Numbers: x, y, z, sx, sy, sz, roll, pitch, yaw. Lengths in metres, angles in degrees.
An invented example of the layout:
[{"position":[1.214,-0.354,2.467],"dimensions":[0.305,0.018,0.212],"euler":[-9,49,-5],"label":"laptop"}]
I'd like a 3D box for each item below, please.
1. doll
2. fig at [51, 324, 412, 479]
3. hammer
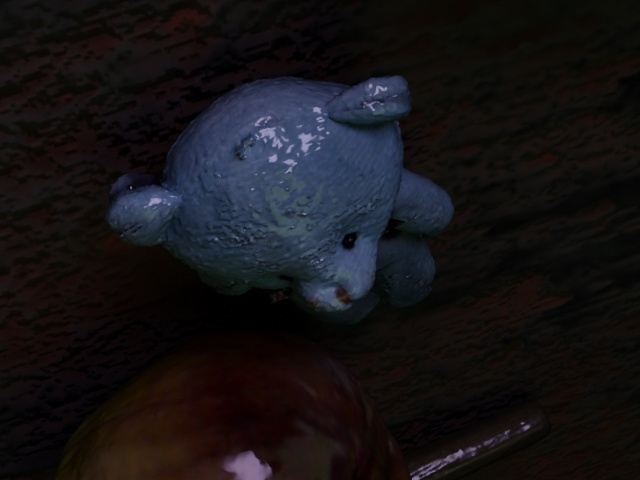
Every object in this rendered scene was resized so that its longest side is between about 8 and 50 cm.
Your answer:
[{"position":[0.001,0.003,0.675],"dimensions":[0.120,0.075,0.180],"euler":[-26,145,7],"label":"doll"},{"position":[-0.071,0.137,0.744],"dimensions":[0.231,0.143,0.160],"euler":[-33,153,9],"label":"fig"},{"position":[-0.050,0.162,0.862],"dimensions":[0.365,0.043,0.111],"euler":[-22,173,-13],"label":"hammer"}]
